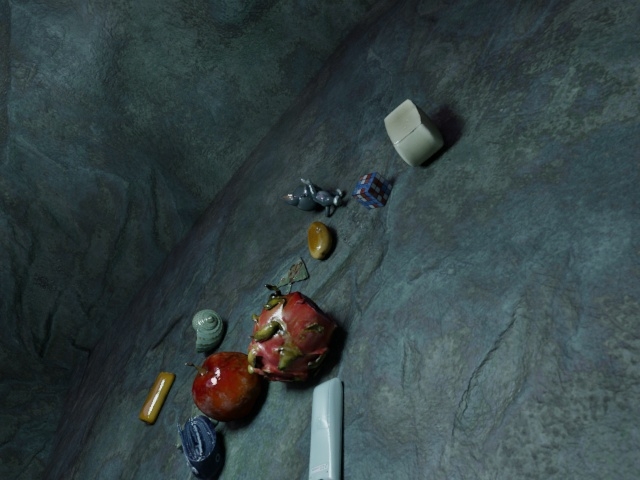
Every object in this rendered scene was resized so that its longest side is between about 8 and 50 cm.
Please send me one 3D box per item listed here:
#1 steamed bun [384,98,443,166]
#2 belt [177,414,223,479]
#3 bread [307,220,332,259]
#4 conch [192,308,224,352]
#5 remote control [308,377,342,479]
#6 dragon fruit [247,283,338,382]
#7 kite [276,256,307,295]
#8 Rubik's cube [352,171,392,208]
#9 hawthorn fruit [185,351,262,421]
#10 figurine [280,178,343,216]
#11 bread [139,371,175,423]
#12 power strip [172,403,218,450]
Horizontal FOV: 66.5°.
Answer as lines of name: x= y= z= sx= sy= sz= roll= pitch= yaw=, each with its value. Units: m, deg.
steamed bun: x=0.328 y=-0.364 z=1.691 sx=0.146 sy=0.164 sz=0.241 roll=-39 pitch=29 yaw=22
belt: x=-0.398 y=0.705 z=1.651 sx=0.122 sy=0.128 sz=0.218 roll=-20 pitch=23 yaw=-18
bread: x=0.000 y=0.000 z=1.883 sx=0.189 sy=0.077 sz=0.114 roll=-100 pitch=32 yaw=-53
conch: x=-0.486 y=0.394 z=2.129 sx=0.200 sy=0.131 sz=0.172 roll=99 pitch=157 yaw=-54
remote control: x=0.009 y=0.510 z=1.308 sx=0.103 sy=0.051 sz=0.293 roll=-35 pitch=33 yaw=30
dragon fruit: x=-0.109 y=0.307 z=1.512 sx=0.291 sy=0.269 sz=0.250 roll=-48 pitch=18 yaw=4
kite: x=-0.119 y=0.169 z=1.940 sx=0.229 sy=0.012 sz=0.250 roll=-26 pitch=39 yaw=48
Rubik's cube: x=0.188 y=-0.180 z=1.775 sx=0.092 sy=0.092 sz=0.092 roll=-8 pitch=52 yaw=53
hawthorn fruit: x=-0.341 y=0.477 z=1.654 sx=0.242 sy=0.272 sz=0.242 roll=-49 pitch=22 yaw=27
figurine: x=-0.005 y=-0.172 z=2.039 sx=0.265 sy=0.193 sz=0.140 roll=29 pitch=109 yaw=35
bread: x=-0.748 y=0.711 z=2.232 sx=0.092 sy=0.074 sz=0.239 roll=-25 pitch=38 yaw=51
power strip: x=-0.470 y=0.677 z=1.849 sx=0.216 sy=0.061 sz=0.145 roll=-43 pitch=30 yaw=19
